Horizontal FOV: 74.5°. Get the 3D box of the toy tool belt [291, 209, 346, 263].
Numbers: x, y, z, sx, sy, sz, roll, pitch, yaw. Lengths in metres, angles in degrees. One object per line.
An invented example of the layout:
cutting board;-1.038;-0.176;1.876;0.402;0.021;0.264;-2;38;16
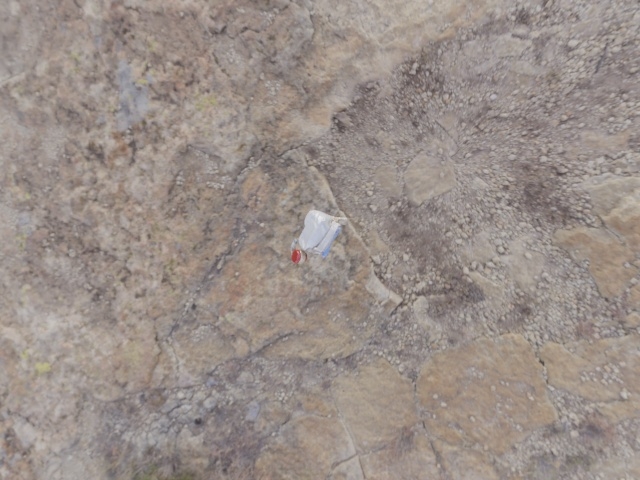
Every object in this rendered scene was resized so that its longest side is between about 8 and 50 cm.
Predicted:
toy tool belt;0.000;0.000;0.566;0.083;0.051;0.052;-61;40;27
